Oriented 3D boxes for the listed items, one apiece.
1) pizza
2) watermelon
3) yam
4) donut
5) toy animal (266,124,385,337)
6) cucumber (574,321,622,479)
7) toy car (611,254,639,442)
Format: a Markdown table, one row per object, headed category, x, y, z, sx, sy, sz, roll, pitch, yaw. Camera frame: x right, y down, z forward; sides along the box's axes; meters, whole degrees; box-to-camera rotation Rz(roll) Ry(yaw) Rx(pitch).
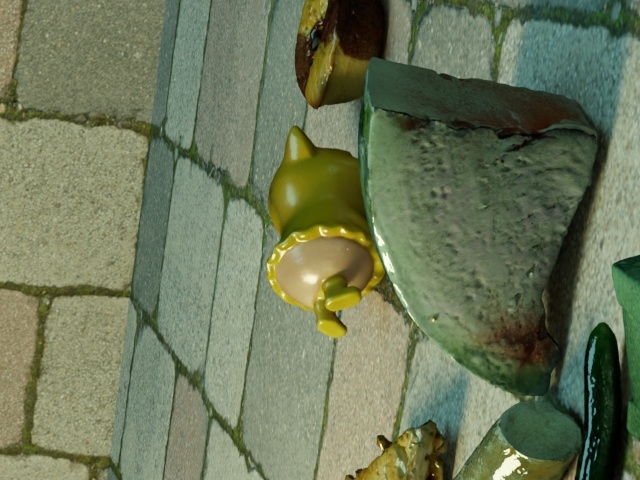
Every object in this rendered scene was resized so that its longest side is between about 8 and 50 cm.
| category | x | y | z | sx | sy | sz | roll | pitch | yaw |
| --- | --- | --- | --- | --- | --- | --- | --- | --- | --- |
| pizza | 0.084 | 0.250 | 1.765 | 0.154 | 0.069 | 0.194 | -104 | 32 | -49 |
| watermelon | 0.160 | -0.045 | 1.548 | 0.320 | 0.213 | 0.289 | 60 | -154 | -10 |
| yam | 0.156 | 0.203 | 1.514 | 0.179 | 0.078 | 0.078 | 114 | 155 | -50 |
| donut | 0.022 | -0.236 | 2.115 | 0.184 | 0.073 | 0.166 | -152 | 68 | -73 |
| toy animal | 0.001 | -0.004 | 2.002 | 0.156 | 0.156 | 0.230 | 111 | 154 | -43 |
| cucumber | 0.218 | 0.156 | 1.399 | 0.036 | 0.033 | 0.184 | 10 | 97 | 56 |
| toy car | 0.261 | 0.113 | 1.106 | 0.320 | 0.097 | 0.141 | -137 | 37 | -70 |
